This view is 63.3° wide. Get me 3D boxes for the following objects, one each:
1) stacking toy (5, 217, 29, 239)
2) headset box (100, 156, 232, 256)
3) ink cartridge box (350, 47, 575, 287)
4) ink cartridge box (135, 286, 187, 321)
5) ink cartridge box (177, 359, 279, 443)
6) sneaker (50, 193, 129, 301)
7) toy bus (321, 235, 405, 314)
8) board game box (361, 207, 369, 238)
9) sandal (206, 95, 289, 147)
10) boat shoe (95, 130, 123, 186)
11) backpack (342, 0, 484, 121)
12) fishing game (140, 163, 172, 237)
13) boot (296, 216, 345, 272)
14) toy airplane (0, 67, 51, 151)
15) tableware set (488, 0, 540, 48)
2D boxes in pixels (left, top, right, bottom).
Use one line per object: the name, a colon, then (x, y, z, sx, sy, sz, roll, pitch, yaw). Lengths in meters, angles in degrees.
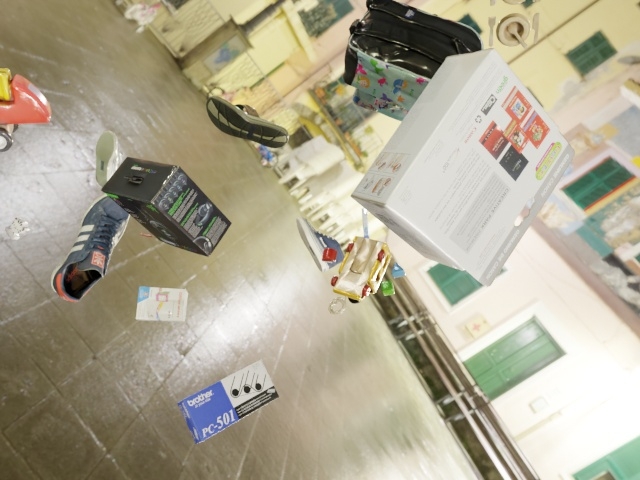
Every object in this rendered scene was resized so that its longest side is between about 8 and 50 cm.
stacking toy: (-0.794, -0.092, 1.190, 0.221, 0.052, 0.167, 52, 7, 6)
headset box: (-0.441, -0.103, 1.485, 0.246, 0.131, 0.283, 15, -26, 35)
ink cartridge box: (0.256, -0.117, 0.912, 0.272, 0.309, 0.130, 37, -5, -25)
ink cartridge box: (-0.424, 0.172, 1.396, 0.052, 0.123, 0.088, 127, -35, -74)
ink cartridge box: (-0.201, 0.354, 1.154, 0.207, 0.046, 0.097, -20, 77, -39)
sneaker: (-0.652, 0.025, 1.517, 0.131, 0.350, 0.148, 28, -1, -39)
toy bus: (0.104, 0.092, 1.309, 0.104, 0.202, 0.190, 58, 9, -54)
board game box: (0.150, -0.057, 1.729, 0.090, 0.020, 0.090, -79, 164, -75)
sandal: (-0.252, -0.413, 1.802, 0.303, 0.120, 0.086, 22, 51, -20)
boat shoe: (-0.789, -0.310, 1.951, 0.079, 0.227, 0.081, 27, 30, 11)
backpack: (0.190, -0.358, 1.057, 0.254, 0.225, 0.191, 19, -33, 13)
fishing game: (-0.530, -0.123, 1.693, 0.041, 0.189, 0.263, -50, 148, -67)
boot: (0.000, 0.000, 1.600, 0.190, 0.086, 0.069, 63, -18, 9)
toy airplane: (-0.893, -0.404, 1.223, 0.386, 0.272, 0.384, 37, 24, 11)
tableware set: (0.505, -0.599, 1.354, 0.039, 0.128, 0.194, -68, 153, -49)
